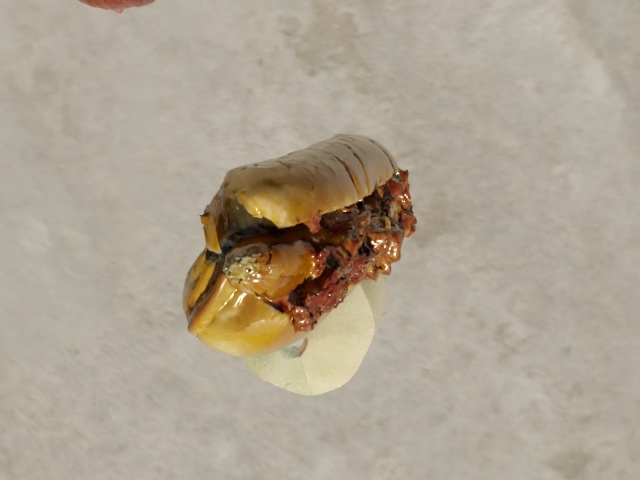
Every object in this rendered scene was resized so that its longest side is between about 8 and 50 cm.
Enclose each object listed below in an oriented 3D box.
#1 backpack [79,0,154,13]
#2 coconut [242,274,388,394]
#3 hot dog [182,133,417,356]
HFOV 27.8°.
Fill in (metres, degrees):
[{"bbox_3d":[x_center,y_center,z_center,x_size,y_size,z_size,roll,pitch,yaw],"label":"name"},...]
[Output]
[{"bbox_3d":[-0.261,-0.393,1.618,0.229,0.138,0.229,-5,96,-62],"label":"backpack"},{"bbox_3d":[-0.012,0.071,1.251,0.147,0.152,0.147,3,104,14],"label":"coconut"},{"bbox_3d":[0.000,0.000,0.666,0.076,0.249,0.102,23,105,13],"label":"hot dog"}]
